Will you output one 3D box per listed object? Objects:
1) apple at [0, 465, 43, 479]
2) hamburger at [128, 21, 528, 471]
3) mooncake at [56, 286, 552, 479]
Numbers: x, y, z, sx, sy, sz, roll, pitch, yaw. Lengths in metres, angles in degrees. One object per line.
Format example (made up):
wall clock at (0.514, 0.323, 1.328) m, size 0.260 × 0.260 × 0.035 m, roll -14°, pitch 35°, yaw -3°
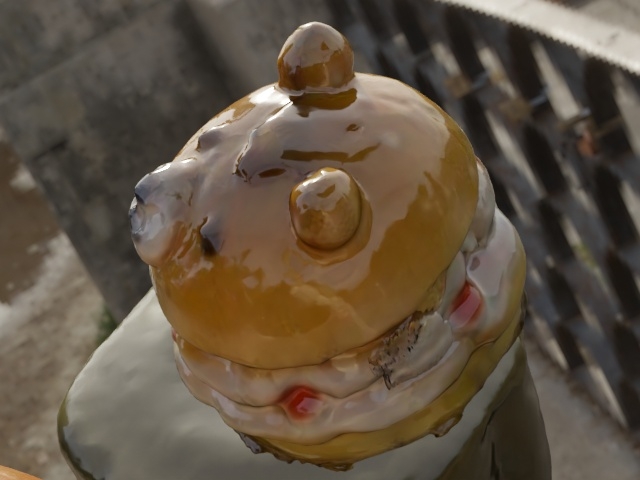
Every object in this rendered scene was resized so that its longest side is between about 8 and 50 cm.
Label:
apple at (-0.163, 0.256, 0.785) m, size 0.275 × 0.299 × 0.299 m, roll 12°, pitch 3°, yaw -23°
hamburger at (0.000, 0.000, 1.164) m, size 0.276 × 0.237 × 0.276 m, roll -13°, pitch 47°, yaw 14°
mooncake at (-0.009, 0.201, 1.595) m, size 0.467 × 0.262 × 0.467 m, roll -7°, pitch 36°, yaw 5°
